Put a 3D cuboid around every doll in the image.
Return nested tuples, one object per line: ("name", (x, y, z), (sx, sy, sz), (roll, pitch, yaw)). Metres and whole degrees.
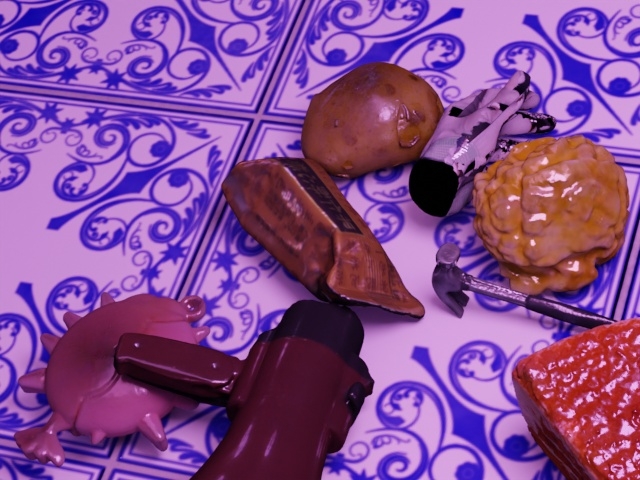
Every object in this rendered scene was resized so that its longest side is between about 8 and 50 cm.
("doll", (-0.228, 0.148, 1.923), (0.211, 0.093, 0.262), (29, 65, 27))

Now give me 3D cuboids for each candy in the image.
("candy", (0.000, 0.000, 1.959), (0.271, 0.143, 0.101), (46, 118, 34))

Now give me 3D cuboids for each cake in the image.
("cake", (0.269, 0.221, 1.699), (0.159, 0.158, 0.262), (-5, 54, 16))

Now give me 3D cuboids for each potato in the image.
("potato", (0.058, -0.141, 2.045), (0.176, 0.137, 0.137), (-17, 52, 5))

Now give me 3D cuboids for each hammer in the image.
("hammer", (0.239, 0.073, 1.875), (0.246, 0.103, 0.029), (18, 59, 10))

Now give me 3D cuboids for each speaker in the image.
("speaker", (-0.086, 0.212, 1.812), (0.259, 0.198, 0.329), (-9, 41, 21))

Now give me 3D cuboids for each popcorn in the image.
("popcorn", (0.252, -0.030, 1.894), (0.180, 0.170, 0.180), (4, 63, -9))

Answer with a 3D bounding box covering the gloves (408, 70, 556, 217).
("gloves", (0.184, -0.116, 1.993), (0.111, 0.127, 0.212), (4, 34, 32))
